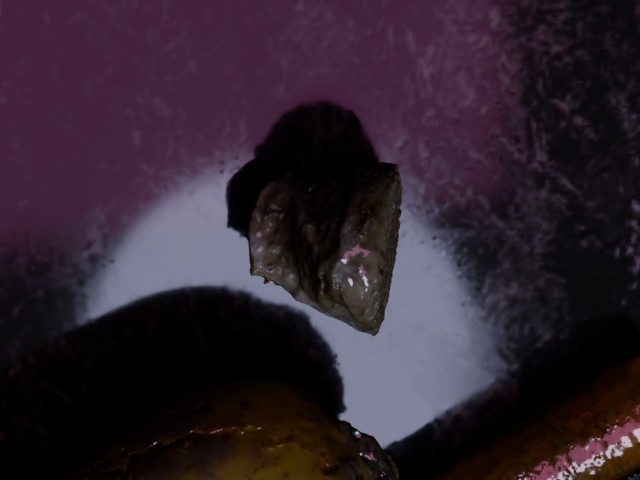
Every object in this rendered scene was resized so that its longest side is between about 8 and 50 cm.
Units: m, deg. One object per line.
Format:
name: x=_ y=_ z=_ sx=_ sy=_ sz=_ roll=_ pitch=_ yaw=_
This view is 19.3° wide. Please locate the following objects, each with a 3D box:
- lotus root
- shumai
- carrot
lotus root: x=-0.130 y=0.229 z=1.106 sx=0.397 sy=0.179 sz=0.196 roll=-37 pitch=96 yaw=-1
shumai: x=0.000 y=-0.001 z=1.091 sx=0.087 sy=0.124 sz=0.099 roll=9 pitch=81 yaw=5
carrot: x=0.116 y=0.153 z=1.188 sx=0.260 sy=0.070 sz=0.070 roll=-29 pitch=113 yaw=0
